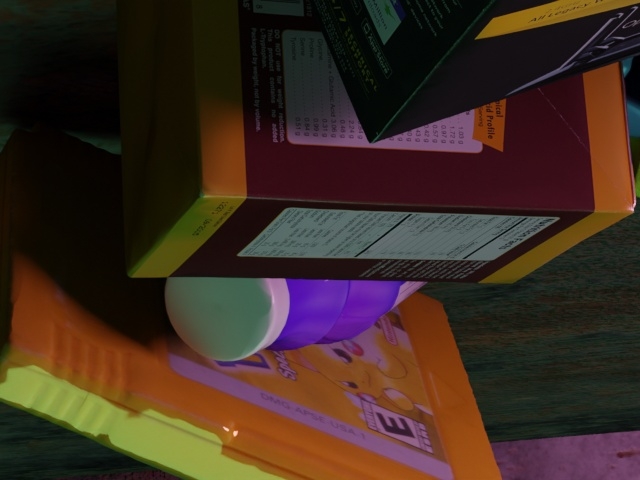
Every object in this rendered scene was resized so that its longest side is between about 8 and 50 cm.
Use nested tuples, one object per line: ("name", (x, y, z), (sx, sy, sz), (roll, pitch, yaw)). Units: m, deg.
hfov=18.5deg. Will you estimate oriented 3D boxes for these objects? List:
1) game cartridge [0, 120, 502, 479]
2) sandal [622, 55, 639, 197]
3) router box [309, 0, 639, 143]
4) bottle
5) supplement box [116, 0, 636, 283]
("game cartridge", (-0.047, 0.059, 1.180), (0.323, 0.285, 0.053), (26, 112, -21))
("sandal", (0.093, -0.101, 1.054), (0.317, 0.126, 0.138), (-2, 130, 22))
("router box", (0.168, -0.150, 0.730), (0.309, 0.081, 0.243), (-19, 170, -19))
("bottle", (0.000, 0.000, 1.170), (0.092, 0.118, 0.283), (-34, 178, 27))
("supplement box", (0.018, -0.088, 0.879), (0.194, 0.191, 0.129), (2, 164, -19))
